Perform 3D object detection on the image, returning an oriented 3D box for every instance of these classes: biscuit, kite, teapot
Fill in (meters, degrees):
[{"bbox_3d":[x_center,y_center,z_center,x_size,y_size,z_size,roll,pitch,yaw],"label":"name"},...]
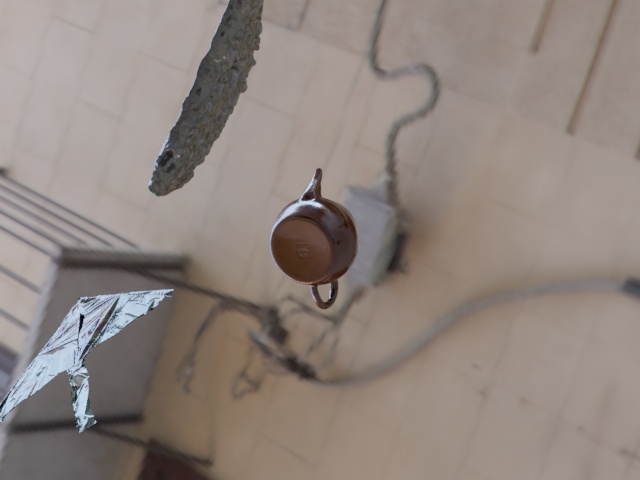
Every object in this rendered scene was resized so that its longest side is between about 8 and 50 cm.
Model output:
[{"bbox_3d":[-0.113,-0.161,1.692,0.250,0.032,0.133,-65,-11,5],"label":"biscuit"},{"bbox_3d":[-0.224,0.114,1.429,0.229,0.250,0.012,-38,-67,8],"label":"kite"},{"bbox_3d":[0.000,0.000,1.907,0.116,0.116,0.173,-23,-69,-42],"label":"teapot"}]
